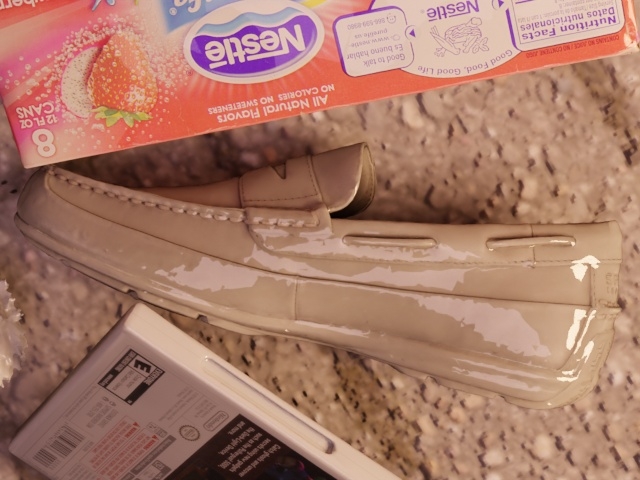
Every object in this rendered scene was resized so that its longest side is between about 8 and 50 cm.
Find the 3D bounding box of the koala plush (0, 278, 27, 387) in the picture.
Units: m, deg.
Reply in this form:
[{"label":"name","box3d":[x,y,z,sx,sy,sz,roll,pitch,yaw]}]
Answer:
[{"label":"koala plush","box3d":[-0.282,0.039,1.024,0.196,0.203,0.221,-35,126,27]}]

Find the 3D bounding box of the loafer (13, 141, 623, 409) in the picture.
[{"label":"loafer","box3d":[0.000,0.000,1.004,0.319,0.112,0.111,14,93,2]}]

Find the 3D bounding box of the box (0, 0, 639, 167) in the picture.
[{"label":"box","box3d":[-0.009,-0.150,0.915,0.300,0.142,0.154,-11,111,10]}]

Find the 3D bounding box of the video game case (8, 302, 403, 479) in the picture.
[{"label":"video game case","box3d":[-0.068,0.123,1.049,0.173,0.022,0.190,35,143,-9]}]
